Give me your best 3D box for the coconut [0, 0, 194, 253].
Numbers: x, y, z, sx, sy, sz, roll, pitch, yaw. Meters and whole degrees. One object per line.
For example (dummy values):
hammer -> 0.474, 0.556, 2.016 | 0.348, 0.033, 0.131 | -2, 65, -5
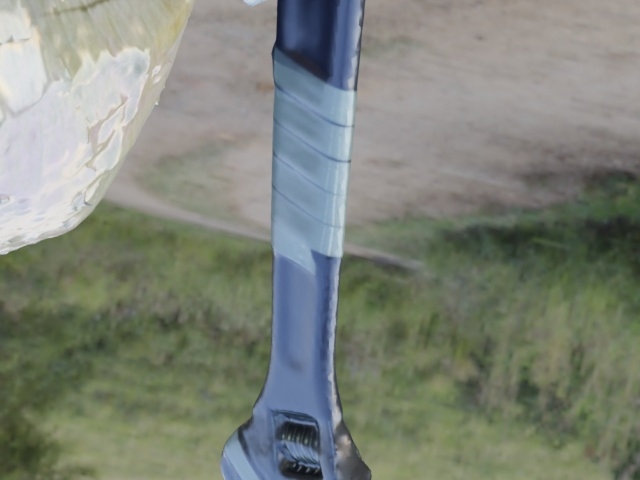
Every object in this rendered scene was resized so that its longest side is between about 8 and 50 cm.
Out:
coconut -> -0.199, -0.129, 0.587 | 0.297, 0.297, 0.254 | 15, 161, -11

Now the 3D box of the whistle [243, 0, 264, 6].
whistle -> 0.021, -0.161, 0.614 | 0.062, 0.062, 0.312 | 16, 166, -31

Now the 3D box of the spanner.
spanner -> 0.000, 0.000, 0.500 | 0.024, 0.316, 0.087 | -18, -144, -34
